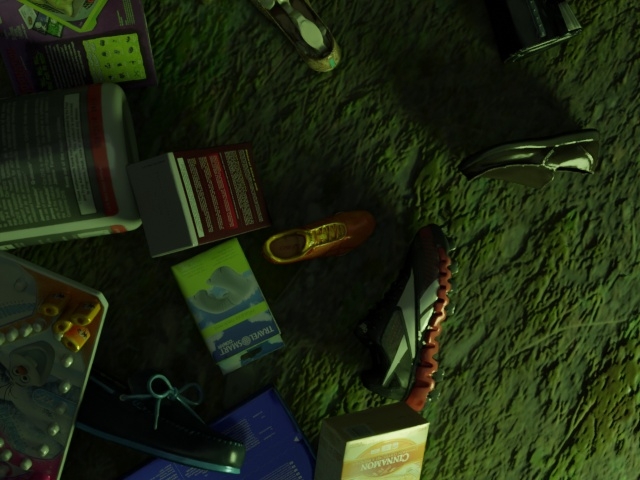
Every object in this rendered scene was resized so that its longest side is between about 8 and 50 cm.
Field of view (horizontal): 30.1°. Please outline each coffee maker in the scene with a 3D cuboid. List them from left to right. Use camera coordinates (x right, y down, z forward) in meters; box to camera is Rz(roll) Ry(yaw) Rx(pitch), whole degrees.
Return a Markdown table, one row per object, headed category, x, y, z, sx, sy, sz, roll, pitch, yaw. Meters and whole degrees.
| category | x | y | z | sx | sy | sz | roll | pitch | yaw |
| --- | --- | --- | --- | --- | --- | --- | --- | --- | --- |
| coffee maker | 0.279 | -0.356 | 1.752 | 0.171 | 0.120 | 0.178 | -18 | 90 | 19 |

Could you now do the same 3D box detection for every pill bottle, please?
| category | x | y | z | sx | sy | sz | roll | pitch | yaw |
| --- | --- | --- | --- | --- | --- | --- | --- | --- | --- |
| pill bottle | -0.438 | -0.092 | 1.638 | 0.362 | 0.210 | 0.210 | -9 | 90 | -3 |

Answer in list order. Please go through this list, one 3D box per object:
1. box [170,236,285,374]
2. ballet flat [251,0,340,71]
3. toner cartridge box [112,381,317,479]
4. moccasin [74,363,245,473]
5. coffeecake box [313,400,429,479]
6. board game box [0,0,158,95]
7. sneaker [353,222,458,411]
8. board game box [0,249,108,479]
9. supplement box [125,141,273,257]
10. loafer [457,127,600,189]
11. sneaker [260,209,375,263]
| category | x | y | z | sx | sy | sz | roll | pitch | yaw |
| --- | --- | --- | --- | --- | --- | --- | --- | --- | --- |
| box | -0.135 | 0.097 | 1.744 | 0.109 | 0.042 | 0.178 | -25 | 91 | -3 |
| ballet flat | -0.042 | -0.337 | 1.740 | 0.073 | 0.067 | 0.206 | -43 | 92 | -2 |
| toner cartridge box | -0.174 | 0.367 | 1.723 | 0.347 | 0.075 | 0.165 | -31 | 92 | -4 |
| moccasin | -0.255 | 0.228 | 1.647 | 0.342 | 0.138 | 0.117 | 17 | 78 | 18 |
| coffeecake box | 0.067 | 0.335 | 1.685 | 0.142 | 0.068 | 0.186 | -8 | 117 | -32 |
| board game box | -0.346 | -0.327 | 1.601 | 0.208 | 0.347 | 0.056 | -12 | 55 | -7 |
| sneaker | 0.121 | 0.106 | 1.734 | 0.135 | 0.097 | 0.276 | 10 | 90 | -6 |
| board game box | -0.512 | 0.166 | 1.598 | 0.389 | 0.050 | 0.390 | 22 | 119 | 3 |
| supplement box | -0.162 | -0.061 | 1.644 | 0.073 | 0.239 | 0.130 | -15 | 91 | 25 |
| loafer | 0.314 | -0.112 | 1.757 | 0.220 | 0.080 | 0.078 | -11 | 90 | -4 |
| sneaker | 0.000 | 0.000 | 1.742 | 0.175 | 0.067 | 0.064 | -19 | 89 | -6 |
